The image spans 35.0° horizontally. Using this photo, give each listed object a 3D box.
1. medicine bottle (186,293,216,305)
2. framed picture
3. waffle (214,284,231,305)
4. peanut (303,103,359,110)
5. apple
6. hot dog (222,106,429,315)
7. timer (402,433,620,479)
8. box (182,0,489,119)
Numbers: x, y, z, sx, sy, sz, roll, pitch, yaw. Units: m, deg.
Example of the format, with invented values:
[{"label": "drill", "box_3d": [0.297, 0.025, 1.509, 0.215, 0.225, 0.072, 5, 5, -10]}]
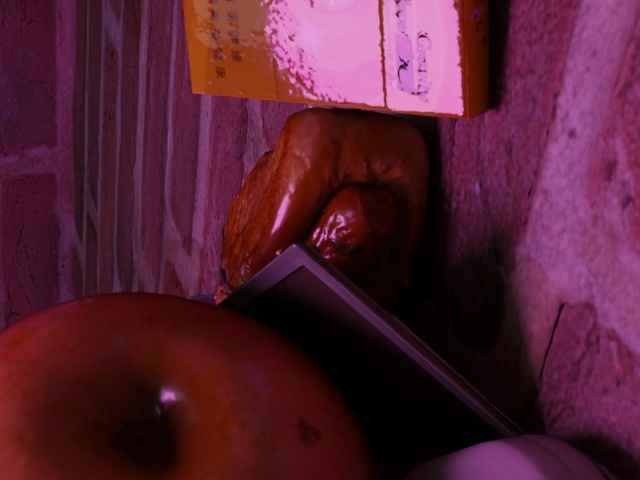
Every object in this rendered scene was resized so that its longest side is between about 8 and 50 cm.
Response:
[{"label": "medicine bottle", "box_3d": [-0.148, 0.133, 1.387, 0.118, 0.054, 0.074, -127, 39, -56]}, {"label": "framed picture", "box_3d": [0.024, 0.107, 0.809, 0.232, 0.019, 0.296, 41, 156, -6]}, {"label": "waffle", "box_3d": [-0.046, 0.212, 1.099, 0.213, 0.091, 0.308, -161, 69, -67]}, {"label": "peanut", "box_3d": [0.018, -0.202, 0.843, 0.090, 0.098, 0.214, -80, 3, -56]}, {"label": "apple", "box_3d": [-0.133, 0.207, 0.746, 0.364, 0.363, 0.364, 176, 90, -69]}, {"label": "hot dog", "box_3d": [0.000, 0.000, 0.876, 0.256, 0.150, 0.153, 136, 137, -63]}, {"label": "timer", "box_3d": [0.134, 0.260, 0.649, 0.237, 0.087, 0.262, 135, 128, -62]}, {"label": "box", "box_3d": [0.002, -0.179, 0.770, 0.269, 0.043, 0.153, 11, 116, 35]}]
